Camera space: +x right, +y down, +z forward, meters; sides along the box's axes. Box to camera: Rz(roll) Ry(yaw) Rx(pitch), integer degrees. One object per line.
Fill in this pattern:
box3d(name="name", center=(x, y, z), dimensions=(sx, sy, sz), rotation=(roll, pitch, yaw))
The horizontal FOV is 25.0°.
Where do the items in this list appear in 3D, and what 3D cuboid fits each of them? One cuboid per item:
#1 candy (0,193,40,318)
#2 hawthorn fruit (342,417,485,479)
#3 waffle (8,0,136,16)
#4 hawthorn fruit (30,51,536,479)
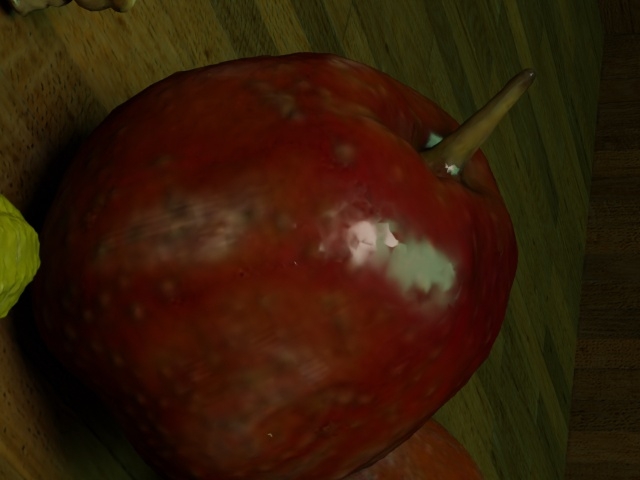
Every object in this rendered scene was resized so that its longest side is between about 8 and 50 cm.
box3d(name="candy", center=(-0.195, 0.013, 0.688), dimensions=(0.106, 0.094, 0.199), rotation=(-59, 170, 13))
box3d(name="hawthorn fruit", center=(0.019, 0.211, 1.054), dimensions=(0.231, 0.235, 0.263), rotation=(37, 46, -52))
box3d(name="waffle", center=(-0.164, -0.306, 0.806), dimensions=(0.308, 0.091, 0.213), rotation=(70, 26, -44))
box3d(name="hawthorn fruit", center=(0.000, 0.000, 0.878), dimensions=(0.287, 0.330, 0.287), rotation=(45, 21, -23))
